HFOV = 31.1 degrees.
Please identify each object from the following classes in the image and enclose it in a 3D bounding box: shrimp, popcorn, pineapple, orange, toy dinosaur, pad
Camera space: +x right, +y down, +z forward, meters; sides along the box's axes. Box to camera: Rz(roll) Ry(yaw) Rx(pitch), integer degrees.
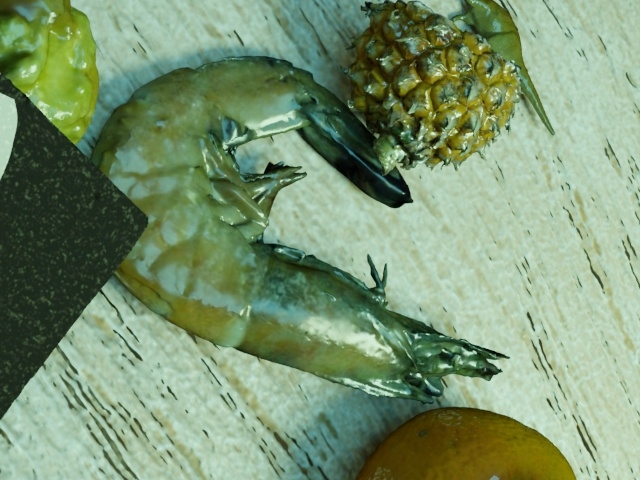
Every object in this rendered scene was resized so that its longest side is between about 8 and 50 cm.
[{"bbox_3d":[0.000,0.000,1.065,0.445,0.085,0.272,30,71,-14],"label":"shrimp"},{"bbox_3d":[-0.268,-0.139,0.915,0.197,0.155,0.198,-5,102,-25],"label":"popcorn"},{"bbox_3d":[0.087,-0.119,1.059,0.176,0.161,0.137,42,75,-39],"label":"pineapple"},{"bbox_3d":[0.136,0.262,1.051,0.224,0.170,0.224,2,84,-22],"label":"orange"},{"bbox_3d":[0.195,-0.198,1.173,0.162,0.039,0.126,27,76,-21],"label":"toy dinosaur"},{"bbox_3d":[-0.282,-0.021,0.836,0.220,0.004,0.330,-54,135,-14],"label":"pad"}]
